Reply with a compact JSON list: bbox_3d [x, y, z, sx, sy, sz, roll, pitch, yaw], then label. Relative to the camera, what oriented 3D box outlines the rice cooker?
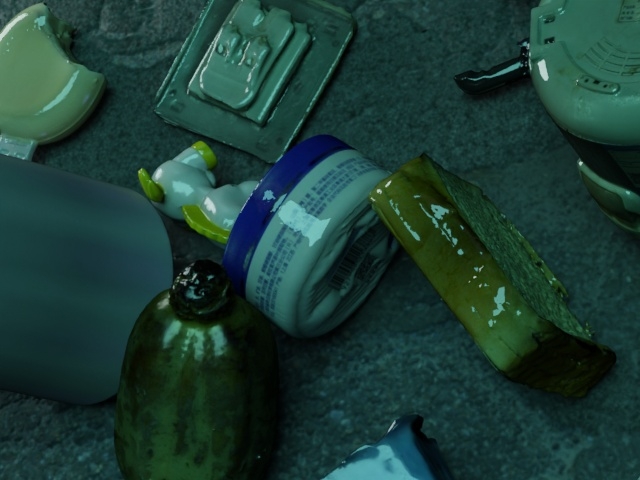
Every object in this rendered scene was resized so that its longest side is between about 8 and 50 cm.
[{"bbox_3d":[0.368,-0.156,1.695,0.288,0.277,0.288,-17,52,23],"label":"rice cooker"}]

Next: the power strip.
[{"bbox_3d":[-0.083,-0.212,1.984,0.198,0.064,0.213,22,80,26],"label":"power strip"}]

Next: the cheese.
[{"bbox_3d":[-0.366,-0.161,2.058,0.163,0.071,0.249,36,86,26],"label":"cheese"}]

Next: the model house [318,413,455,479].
[{"bbox_3d":[0.076,0.352,1.652,0.237,0.215,0.303,-34,68,4],"label":"model house"}]

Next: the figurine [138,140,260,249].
[{"bbox_3d":[-0.116,-0.033,1.899,0.178,0.129,0.109,30,111,22],"label":"figurine"}]

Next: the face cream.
[{"bbox_3d":[0.000,0.000,1.801,0.111,0.206,0.206,32,83,21],"label":"face cream"}]

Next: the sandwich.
[{"bbox_3d":[0.171,0.039,1.722,0.087,0.226,0.251,-43,61,12],"label":"sandwich"}]

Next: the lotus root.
[{"bbox_3d":[-0.125,0.158,1.775,0.173,0.173,0.309,22,116,24],"label":"lotus root"}]

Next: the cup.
[{"bbox_3d":[-0.358,0.026,1.805,0.253,0.371,0.253,-14,68,39],"label":"cup"}]

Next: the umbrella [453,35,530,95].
[{"bbox_3d":[0.269,-0.212,1.873,0.248,0.071,0.071,-24,65,14],"label":"umbrella"}]

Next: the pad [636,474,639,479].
[{"bbox_3d":[0.324,0.325,1.686,0.113,0.006,0.188,31,83,25],"label":"pad"}]
